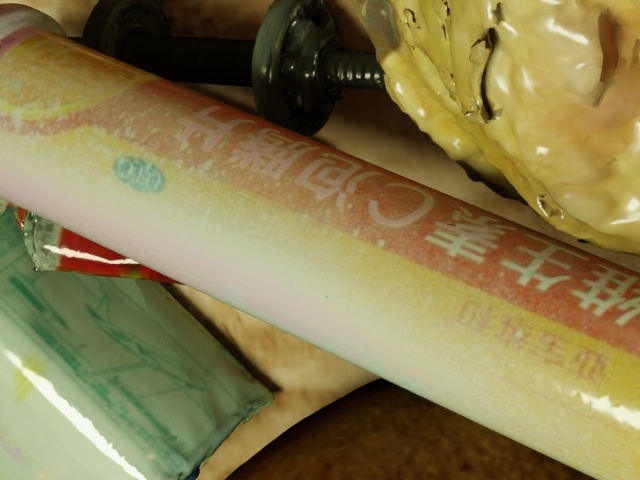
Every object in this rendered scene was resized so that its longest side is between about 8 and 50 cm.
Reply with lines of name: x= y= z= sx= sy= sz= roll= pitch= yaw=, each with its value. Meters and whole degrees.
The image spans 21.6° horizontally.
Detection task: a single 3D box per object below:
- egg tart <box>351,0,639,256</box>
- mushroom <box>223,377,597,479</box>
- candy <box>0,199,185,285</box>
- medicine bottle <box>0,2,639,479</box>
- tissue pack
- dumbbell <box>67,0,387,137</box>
egg tart: x=0.163 y=-0.101 z=0.701 sx=0.351 sy=0.150 sz=0.352 roll=7 pitch=135 yaw=7
mushroom: x=0.057 y=0.206 z=0.888 sx=0.260 sy=0.345 sz=0.345 roll=51 pitch=127 yaw=4
candy: x=-0.078 y=-0.013 z=0.957 sx=0.292 sy=0.059 sz=0.086 roll=9 pitch=89 yaw=3
medicine bottle: x=0.000 y=0.000 z=0.803 sx=0.426 sy=0.108 sz=0.108 roll=23 pitch=122 yaw=25
tissue pack: x=-0.267 y=0.067 z=1.077 sx=0.388 sy=0.162 sz=0.287 roll=45 pitch=123 yaw=3
dumbbell: x=-0.061 y=-0.100 z=0.928 sx=0.254 sy=0.081 sz=0.082 roll=7 pitch=116 yaw=28
